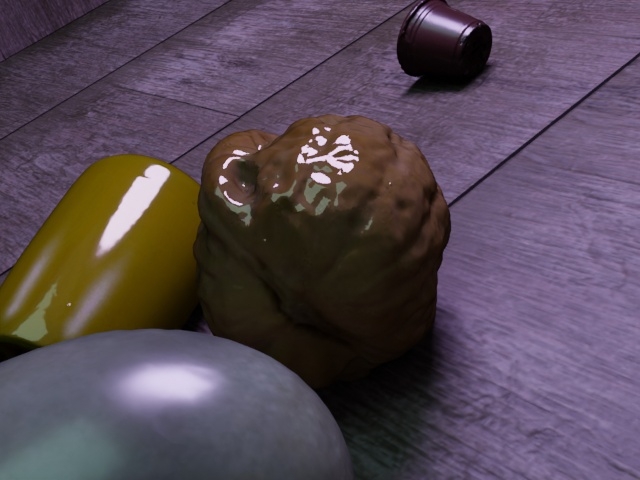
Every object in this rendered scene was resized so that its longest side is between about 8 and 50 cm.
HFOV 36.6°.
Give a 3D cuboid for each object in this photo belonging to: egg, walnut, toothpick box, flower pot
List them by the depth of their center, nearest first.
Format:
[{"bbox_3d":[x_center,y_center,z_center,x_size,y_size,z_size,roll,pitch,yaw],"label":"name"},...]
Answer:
[{"bbox_3d":[-0.146,0.193,0.581,0.352,0.258,0.258,-19,29,-6],"label":"egg"},{"bbox_3d":[0.000,0.000,0.835,0.224,0.257,0.257,-47,21,25],"label":"walnut"},{"bbox_3d":[-0.215,0.056,0.937,0.175,0.175,0.271,-5,37,28],"label":"toothpick box"},{"bbox_3d":[0.167,-0.253,1.254,0.089,0.111,0.111,27,55,35],"label":"flower pot"}]
